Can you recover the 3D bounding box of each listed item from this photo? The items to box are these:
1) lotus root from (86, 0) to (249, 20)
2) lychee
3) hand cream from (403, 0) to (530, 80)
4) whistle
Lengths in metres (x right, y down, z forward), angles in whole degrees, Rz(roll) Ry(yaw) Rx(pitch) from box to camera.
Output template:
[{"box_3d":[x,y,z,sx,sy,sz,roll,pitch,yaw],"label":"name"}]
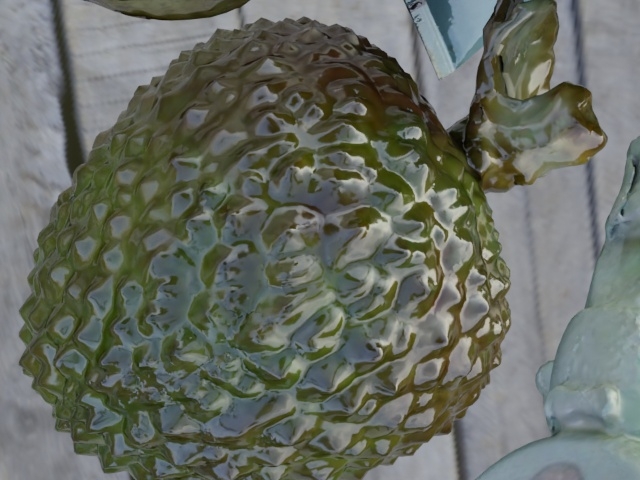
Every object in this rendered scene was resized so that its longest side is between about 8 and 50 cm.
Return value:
[{"box_3d":[-0.095,-0.189,0.446,0.275,0.152,0.160,37,54,-10],"label":"lotus root"},{"box_3d":[-0.011,0.005,0.851,0.320,0.270,0.270,-14,104,-25],"label":"lychee"},{"box_3d":[0.175,-0.224,0.946,0.312,0.070,0.111,-33,129,-7],"label":"hand cream"},{"box_3d":[0.099,0.082,0.526,0.067,0.126,0.258,33,64,-35],"label":"whistle"}]
